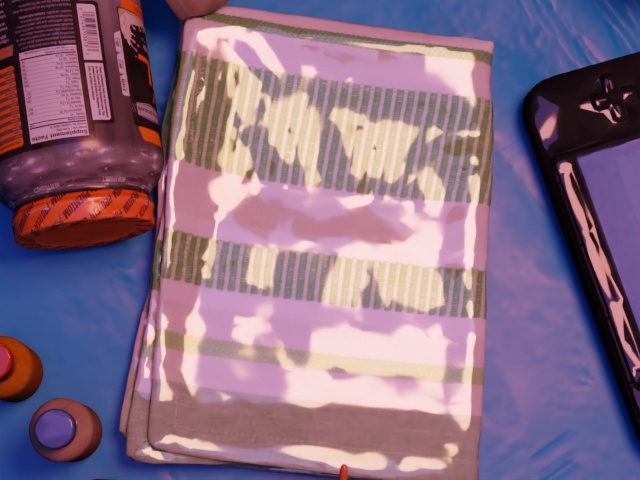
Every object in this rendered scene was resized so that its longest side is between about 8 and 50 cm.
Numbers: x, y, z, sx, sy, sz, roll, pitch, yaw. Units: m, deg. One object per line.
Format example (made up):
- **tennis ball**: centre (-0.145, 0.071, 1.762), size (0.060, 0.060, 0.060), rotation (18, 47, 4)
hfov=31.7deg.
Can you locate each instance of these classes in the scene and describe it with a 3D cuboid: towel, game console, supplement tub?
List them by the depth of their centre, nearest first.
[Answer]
- **supplement tub**: centre (-0.169, -0.095, 0.751), size (0.117, 0.117, 0.190), rotation (-8, 81, -8)
- **game console**: centre (0.312, -0.024, 0.760), size (0.250, 0.173, 0.293), rotation (-17, 81, -9)
- **towel**: centre (0.000, 0.000, 0.791), size (0.247, 0.038, 0.325), rotation (6, 78, -6)

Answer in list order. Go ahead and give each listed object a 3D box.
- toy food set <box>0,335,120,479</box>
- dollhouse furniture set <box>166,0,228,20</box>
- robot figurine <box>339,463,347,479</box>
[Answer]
- **toy food set**: centre (-0.181, 0.179, 0.701), size (0.111, 0.104, 0.232), rotation (8, 78, -5)
- **dollhouse furniture set**: centre (-0.085, -0.277, 0.790), size (0.161, 0.101, 0.182), rotation (-33, 62, 2)
- **robot figurine**: centre (-0.008, 0.252, 0.694), size (0.158, 0.128, 0.219), rotation (26, 77, 13)
